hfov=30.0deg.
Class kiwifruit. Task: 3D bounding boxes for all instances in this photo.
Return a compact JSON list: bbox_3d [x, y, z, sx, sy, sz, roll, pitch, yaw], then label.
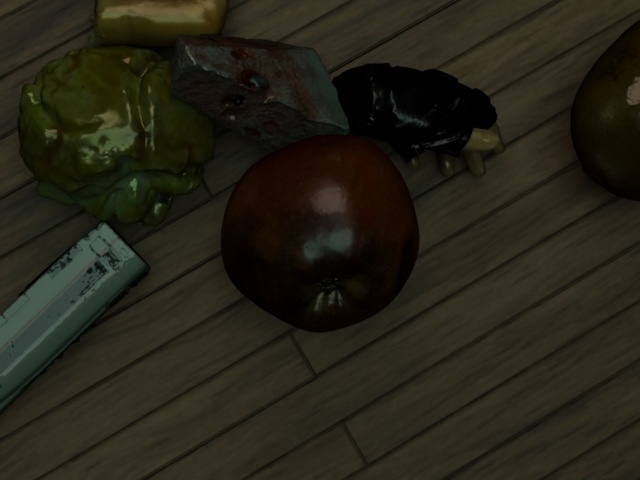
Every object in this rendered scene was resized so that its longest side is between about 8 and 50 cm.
[{"bbox_3d":[0.397,-0.154,1.397,0.234,0.196,0.196,-42,91,-8],"label":"kiwifruit"}]

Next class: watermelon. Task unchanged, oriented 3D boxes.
[{"bbox_3d":[-0.080,-0.183,1.340,0.094,0.241,0.154,-28,68,36],"label":"watermelon"}]

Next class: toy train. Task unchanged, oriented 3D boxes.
[{"bbox_3d":[-0.370,0.142,1.372,0.407,0.086,0.088,-44,97,-5],"label":"toy train"}]

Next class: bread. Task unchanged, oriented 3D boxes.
[{"bbox_3d":[-0.189,-0.284,1.403,0.173,0.085,0.134,2,66,-4],"label":"bread"}]

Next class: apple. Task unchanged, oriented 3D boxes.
[{"bbox_3d":[0.000,0.000,1.331,0.230,0.230,0.230,0,87,-5],"label":"apple"}]

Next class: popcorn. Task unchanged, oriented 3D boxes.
[{"bbox_3d":[-0.228,-0.127,1.347,0.221,0.184,0.204,8,49,-9],"label":"popcorn"}]

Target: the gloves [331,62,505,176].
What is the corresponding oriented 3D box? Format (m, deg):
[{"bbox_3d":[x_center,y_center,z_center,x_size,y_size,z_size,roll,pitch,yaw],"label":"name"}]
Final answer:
[{"bbox_3d":[0.130,-0.140,1.409,0.203,0.164,0.124,7,102,-29],"label":"gloves"}]
